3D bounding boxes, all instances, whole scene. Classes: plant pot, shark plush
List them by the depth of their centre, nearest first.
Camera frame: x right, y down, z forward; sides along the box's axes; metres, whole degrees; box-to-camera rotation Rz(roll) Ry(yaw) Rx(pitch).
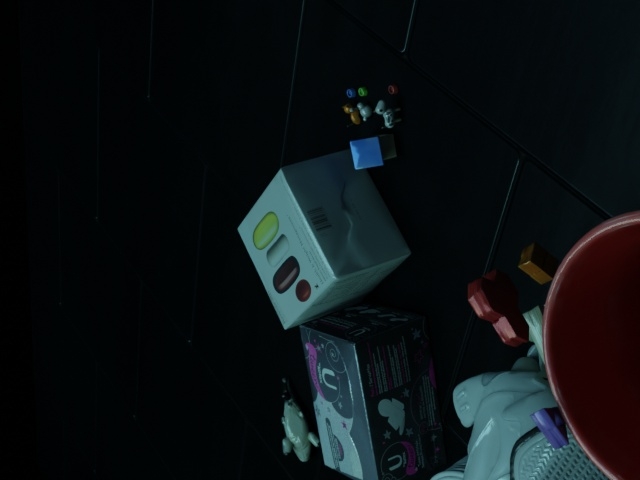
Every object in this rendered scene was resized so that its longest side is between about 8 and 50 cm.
[{"bbox_3d":[0.380,0.082,0.961,0.275,0.243,0.275,21,118,45],"label":"plant pot"},{"bbox_3d":[-0.056,0.345,2.012,0.161,0.073,0.067,63,179,7],"label":"shark plush"}]

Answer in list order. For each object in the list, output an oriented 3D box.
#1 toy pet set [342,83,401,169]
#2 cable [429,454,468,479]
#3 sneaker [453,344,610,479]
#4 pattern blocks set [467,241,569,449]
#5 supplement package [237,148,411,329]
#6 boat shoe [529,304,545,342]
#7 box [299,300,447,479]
[{"bbox_3d":[0.061,-0.166,1.548,0.122,0.065,0.114,5,109,58],"label":"toy pet set"},{"bbox_3d":[0.249,0.438,1.523,0.257,0.089,0.257,18,120,54],"label":"cable"},{"bbox_3d":[0.231,0.312,1.368,0.366,0.137,0.210,-60,25,28],"label":"sneaker"},{"bbox_3d":[0.284,0.131,1.117,0.026,0.325,0.285,-33,79,31],"label":"pattern blocks set"},{"bbox_3d":[0.000,0.000,1.649,0.194,0.149,0.203,63,147,16],"label":"supplement package"},{"bbox_3d":[0.299,0.092,1.318,0.137,0.049,0.043,132,159,-58],"label":"boat shoe"},{"bbox_3d":[0.079,0.239,1.647,0.163,0.142,0.247,11,114,56],"label":"box"}]
